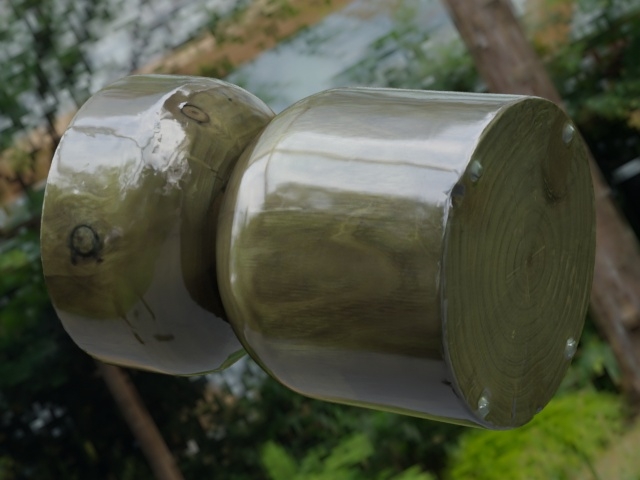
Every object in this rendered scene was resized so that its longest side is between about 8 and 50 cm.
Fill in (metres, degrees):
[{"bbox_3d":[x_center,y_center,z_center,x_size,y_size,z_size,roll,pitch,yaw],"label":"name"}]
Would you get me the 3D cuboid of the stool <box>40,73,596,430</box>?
[{"bbox_3d":[0.000,0.000,0.966,0.264,0.179,0.179,6,19,32],"label":"stool"}]
